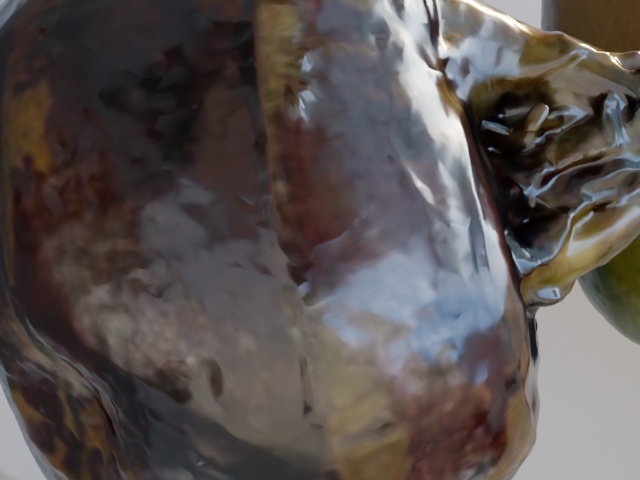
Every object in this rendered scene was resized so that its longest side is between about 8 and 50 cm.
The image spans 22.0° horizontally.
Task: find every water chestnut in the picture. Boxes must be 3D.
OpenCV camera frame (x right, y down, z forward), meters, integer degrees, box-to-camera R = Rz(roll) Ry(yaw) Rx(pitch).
[{"bbox_3d":[0.000,0.000,0.521,0.223,0.238,0.223,-14,90,-83],"label":"water chestnut"}]

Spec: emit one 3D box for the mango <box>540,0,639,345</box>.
[{"bbox_3d":[0.152,-0.070,0.608,0.151,0.120,0.221,-24,-126,48],"label":"mango"}]
